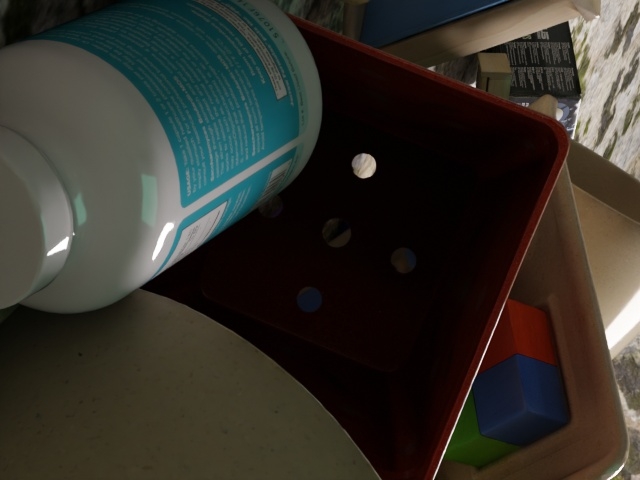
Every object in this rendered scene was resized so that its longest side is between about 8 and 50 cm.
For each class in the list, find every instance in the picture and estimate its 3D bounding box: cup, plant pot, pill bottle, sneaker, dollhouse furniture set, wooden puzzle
[{"bbox_3d":[-0.138,0.225,0.930,0.237,0.331,0.331,-43,151,-41],"label":"cup"},{"bbox_3d":[0.173,0.051,1.519,0.274,0.256,0.256,-59,164,14],"label":"plant pot"},{"bbox_3d":[-0.115,-0.051,0.920,0.264,0.146,0.146,-37,146,-58],"label":"pill bottle"},{"bbox_3d":[-0.074,0.055,1.320,0.119,0.057,0.047,-66,164,3],"label":"sneaker"},{"bbox_3d":[0.054,-0.311,1.224,0.303,0.198,0.286,45,42,-39],"label":"dollhouse furniture set"},{"bbox_3d":[0.000,0.000,1.173,0.236,0.267,0.267,-14,126,-84],"label":"plant pot"},{"bbox_3d":[0.122,-0.122,1.674,0.161,0.101,0.182,-94,-175,-58],"label":"dollhouse furniture set"},{"bbox_3d":[0.078,0.084,1.331,0.322,0.080,0.348,-35,-134,38],"label":"wooden puzzle"}]

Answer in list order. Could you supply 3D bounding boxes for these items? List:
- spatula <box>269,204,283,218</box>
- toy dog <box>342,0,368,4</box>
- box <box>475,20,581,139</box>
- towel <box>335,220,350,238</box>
[{"bbox_3d":[-0.083,0.093,1.385,0.297,0.030,0.084,-65,161,-3],"label":"spatula"},{"bbox_3d":[0.009,-0.290,0.942,0.333,0.161,0.220,-42,128,19],"label":"toy dog"},{"bbox_3d":[0.211,-0.155,1.723,0.147,0.077,0.180,93,-3,-47],"label":"box"},{"bbox_3d":[0.022,0.138,1.594,0.228,0.076,0.308,81,27,-59],"label":"towel"}]
